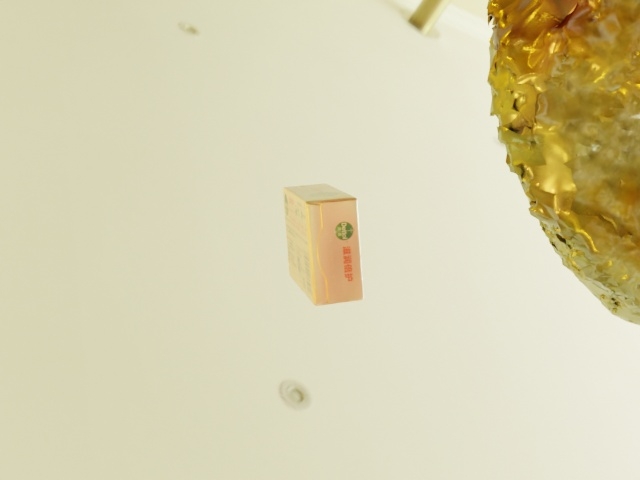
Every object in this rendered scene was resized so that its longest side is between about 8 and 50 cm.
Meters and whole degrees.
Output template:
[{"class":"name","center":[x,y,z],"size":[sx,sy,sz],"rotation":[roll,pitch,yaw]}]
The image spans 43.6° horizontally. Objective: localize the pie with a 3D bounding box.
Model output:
[{"class":"pie","center":[0.286,-0.165,0.537],"size":[0.180,0.395,0.418],"rotation":[-143,37,-79]}]

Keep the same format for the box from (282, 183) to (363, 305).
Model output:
[{"class":"box","center":[0.000,0.000,0.701],"size":[0.043,0.089,0.125],"rotation":[-6,-168,-11]}]
